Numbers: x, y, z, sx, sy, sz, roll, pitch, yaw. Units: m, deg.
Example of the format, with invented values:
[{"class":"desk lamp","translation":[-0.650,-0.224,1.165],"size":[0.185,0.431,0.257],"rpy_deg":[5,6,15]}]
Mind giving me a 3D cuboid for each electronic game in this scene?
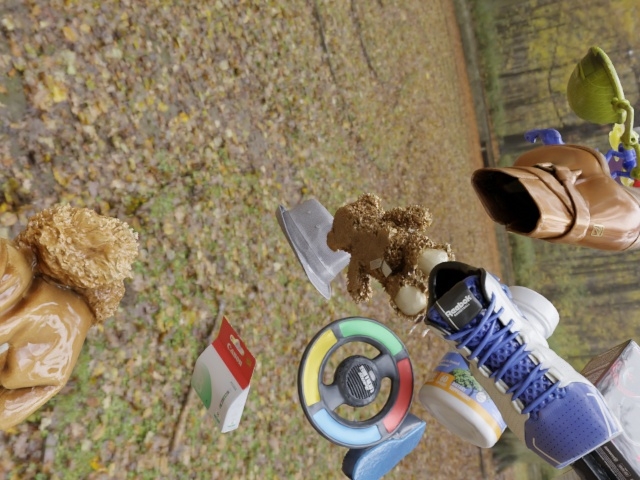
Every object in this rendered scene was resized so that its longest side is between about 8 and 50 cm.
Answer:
[{"class":"electronic game","translation":[0.067,0.250,1.051],"size":[0.048,0.229,0.229],"rpy_deg":[153,-66,-64]}]

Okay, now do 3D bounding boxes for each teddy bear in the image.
[{"class":"teddy bear","translation":[0.149,0.029,1.239],"size":[0.113,0.338,0.245],"rpy_deg":[10,93,-36]}]

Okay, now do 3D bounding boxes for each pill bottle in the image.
[{"class":"pill bottle","translation":[0.311,0.216,1.060],"size":[0.272,0.152,0.152],"rpy_deg":[-49,137,-20]}]

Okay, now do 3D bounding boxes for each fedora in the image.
[{"class":"fedora","translation":[0.000,0.000,1.483],"size":[0.244,0.124,0.275],"rpy_deg":[50,9,-52]}]

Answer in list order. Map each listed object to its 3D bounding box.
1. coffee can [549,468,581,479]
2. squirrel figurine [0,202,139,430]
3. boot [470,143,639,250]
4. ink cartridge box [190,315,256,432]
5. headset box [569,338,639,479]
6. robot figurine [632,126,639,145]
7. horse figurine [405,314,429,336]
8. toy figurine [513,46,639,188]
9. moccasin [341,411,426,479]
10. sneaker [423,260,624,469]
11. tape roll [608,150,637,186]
[{"class":"coffee can","translation":[0.550,0.578,1.216],"size":[0.201,0.275,0.201],"rpy_deg":[47,18,-20]},{"class":"squirrel figurine","translation":[-0.517,0.056,0.997],"size":[0.397,0.281,0.371],"rpy_deg":[-32,143,-27]},{"class":"boot","translation":[0.283,-0.063,0.774],"size":[0.283,0.220,0.109],"rpy_deg":[-123,-141,-54]},{"class":"ink cartridge box","translation":[-0.244,0.329,1.461],"size":[0.056,0.181,0.225],"rpy_deg":[-7,127,-37]},{"class":"headset box","translation":[0.549,0.347,1.071],"size":[0.293,0.110,0.218],"rpy_deg":[-24,72,-41]},{"class":"robot figurine","translation":[0.698,-0.155,1.022],"size":[0.353,0.300,0.200],"rpy_deg":[-6,108,-36]},{"class":"horse figurine","translation":[0.315,0.158,1.444],"size":[0.066,0.174,0.263],"rpy_deg":[50,31,16]},{"class":"toy figurine","translation":[0.390,-0.096,0.943],"size":[0.362,0.217,0.191],"rpy_deg":[49,34,-40]},{"class":"moccasin","translation":[0.140,0.510,1.481],"size":[0.342,0.116,0.138],"rpy_deg":[5,110,-57]},{"class":"sneaker","translation":[0.225,0.141,0.771],"size":[0.182,0.127,0.316],"rpy_deg":[30,22,-47]},{"class":"tape roll","translation":[0.773,-0.174,1.392],"size":[0.189,0.188,0.080],"rpy_deg":[14,62,-68]}]
